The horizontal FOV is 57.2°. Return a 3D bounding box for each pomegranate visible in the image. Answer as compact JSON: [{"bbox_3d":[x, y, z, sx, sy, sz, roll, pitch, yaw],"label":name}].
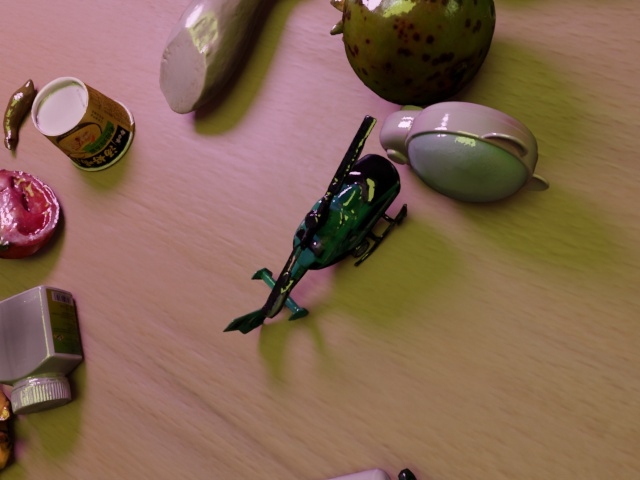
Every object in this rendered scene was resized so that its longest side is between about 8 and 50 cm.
[{"bbox_3d":[0.107,-0.318,0.872,0.286,0.231,0.231,25,84,28],"label":"pomegranate"}]

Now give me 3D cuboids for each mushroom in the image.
[{"bbox_3d":[-0.170,-0.380,1.034,0.128,0.128,0.350,32,82,22],"label":"mushroom"}]

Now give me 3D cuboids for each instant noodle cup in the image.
[{"bbox_3d":[-0.436,-0.215,1.067,0.151,0.122,0.151,-3,76,14],"label":"instant noodle cup"}]

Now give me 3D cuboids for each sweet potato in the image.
[{"bbox_3d":[-0.611,-0.254,1.177,0.041,0.038,0.153,6,78,42],"label":"sweet potato"}]

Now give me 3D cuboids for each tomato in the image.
[{"bbox_3d":[-0.584,-0.040,1.084,0.189,0.099,0.173,5,55,-21],"label":"tomato"}]

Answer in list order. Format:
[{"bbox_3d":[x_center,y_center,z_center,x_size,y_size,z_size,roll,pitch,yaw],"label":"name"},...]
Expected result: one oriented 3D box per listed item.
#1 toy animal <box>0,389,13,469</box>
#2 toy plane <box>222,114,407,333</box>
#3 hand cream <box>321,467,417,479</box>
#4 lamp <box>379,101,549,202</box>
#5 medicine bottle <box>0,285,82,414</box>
[{"bbox_3d":[-0.564,0.285,0.996,0.114,0.116,0.255,-3,68,-8],"label":"toy animal"},{"bbox_3d":[0.000,0.000,0.864,0.106,0.155,0.382,46,109,21],"label":"toy plane"},{"bbox_3d":[-0.019,0.400,0.812,0.336,0.076,0.121,-28,67,15],"label":"hand cream"},{"bbox_3d":[0.186,-0.118,0.827,0.246,0.179,0.108,19,77,40],"label":"lamp"},{"bbox_3d":[-0.480,0.187,0.989,0.132,0.088,0.188,-21,71,10],"label":"medicine bottle"}]
